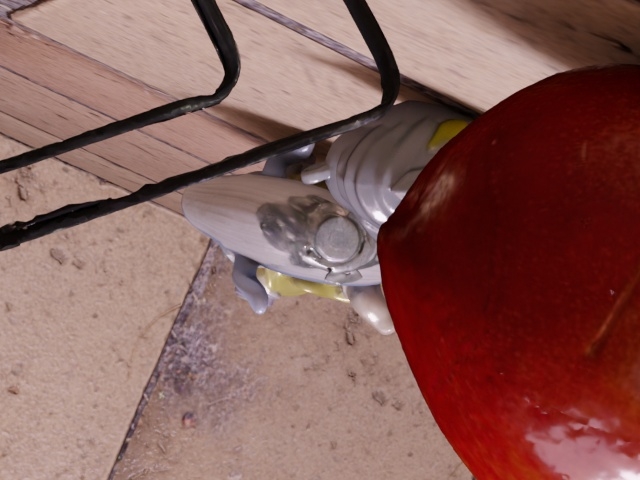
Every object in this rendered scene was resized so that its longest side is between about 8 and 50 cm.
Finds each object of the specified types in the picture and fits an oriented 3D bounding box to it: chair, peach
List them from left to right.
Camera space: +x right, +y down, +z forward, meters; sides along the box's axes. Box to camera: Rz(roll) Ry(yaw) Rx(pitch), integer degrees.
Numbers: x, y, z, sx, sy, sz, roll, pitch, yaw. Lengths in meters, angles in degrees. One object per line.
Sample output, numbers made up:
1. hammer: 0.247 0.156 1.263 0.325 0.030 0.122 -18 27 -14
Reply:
1. chair: -0.092 -0.125 0.554 0.145 0.221 0.140 -21 -166 -22
2. peach: 0.116 0.022 0.700 0.197 0.197 0.197 23 175 2

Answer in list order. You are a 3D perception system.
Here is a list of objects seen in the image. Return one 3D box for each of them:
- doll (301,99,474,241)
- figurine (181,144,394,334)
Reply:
1. doll: 0.078 -0.030 0.970 0.180 0.079 0.094 9 -164 13
2. figurine: 0.000 0.000 1.341 0.208 0.128 0.184 19 178 -5
